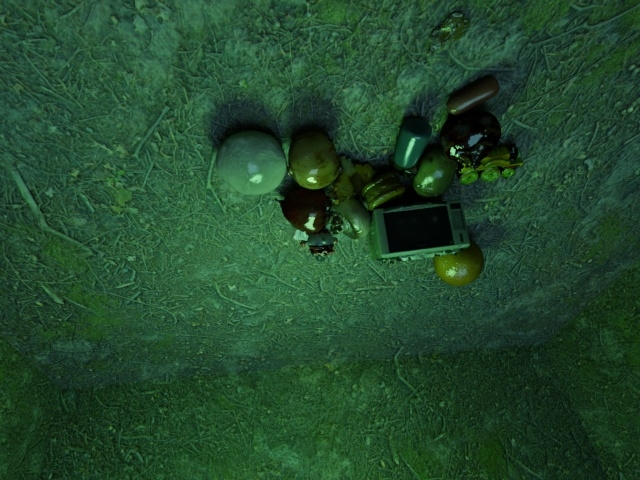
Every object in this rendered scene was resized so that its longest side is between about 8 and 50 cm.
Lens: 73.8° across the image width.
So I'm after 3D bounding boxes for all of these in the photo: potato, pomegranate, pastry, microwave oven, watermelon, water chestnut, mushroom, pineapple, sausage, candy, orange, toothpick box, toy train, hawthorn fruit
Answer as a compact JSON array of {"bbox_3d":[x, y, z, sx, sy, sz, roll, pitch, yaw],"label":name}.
[{"bbox_3d":[0.490,-0.279,1.821,0.197,0.149,0.228,-15,146,-39],"label":"potato"},{"bbox_3d":[-0.036,-0.303,1.634,0.215,0.216,0.215,-6,142,-5],"label":"pomegranate"},{"bbox_3d":[0.270,-0.213,1.851,0.188,0.103,0.189,-25,168,-6],"label":"pastry"},{"bbox_3d":[0.430,-0.029,1.951,0.393,0.248,0.333,-7,175,-2],"label":"microwave oven"},{"bbox_3d":[0.351,-0.327,1.803,0.135,0.125,0.094,33,98,-16],"label":"watermelon"},{"bbox_3d":[0.582,-0.385,1.644,0.223,0.239,0.224,-10,157,-4],"label":"water chestnut"},{"bbox_3d":[0.123,-0.097,1.916,0.178,0.226,0.227,-46,150,-24],"label":"mushroom"},{"bbox_3d":[0.092,-0.261,1.796,0.164,0.250,0.139,47,156,-14],"label":"pineapple"},{"bbox_3d":[0.560,-0.531,1.572,0.194,0.077,0.077,-25,140,21],"label":"sausage"},{"bbox_3d":[-0.260,-0.284,1.628,0.295,0.185,0.296,-10,141,-8],"label":"candy"},{"bbox_3d":[0.735,0.109,2.277,0.273,0.275,0.274,-6,142,-5],"label":"orange"},{"bbox_3d":[0.356,-0.380,1.686,0.120,0.121,0.184,-1,144,-11],"label":"toothpick box"},{"bbox_3d":[0.721,-0.334,1.837,0.295,0.101,0.161,-9,141,0],"label":"toy train"},{"bbox_3d":[-0.079,-0.147,1.848,0.248,0.208,0.208,17,144,13],"label":"hawthorn fruit"}]

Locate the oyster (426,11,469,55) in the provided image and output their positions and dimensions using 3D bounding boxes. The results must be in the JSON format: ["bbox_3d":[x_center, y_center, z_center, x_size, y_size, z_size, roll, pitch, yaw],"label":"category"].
[{"bbox_3d":[0.417,-0.677,1.391,0.145,0.045,0.122,-8,128,-3],"label":"oyster"}]

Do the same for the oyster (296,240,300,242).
[{"bbox_3d":[-0.042,-0.016,2.123,0.165,0.053,0.109,4,134,-16],"label":"oyster"}]

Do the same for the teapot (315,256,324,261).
[{"bbox_3d":[-0.004,0.069,2.252,0.049,0.063,0.083,-31,147,-25],"label":"teapot"}]

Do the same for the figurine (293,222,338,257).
[{"bbox_3d":[0.000,0.000,1.978,0.183,0.226,0.160,12,116,-24],"label":"figurine"}]
